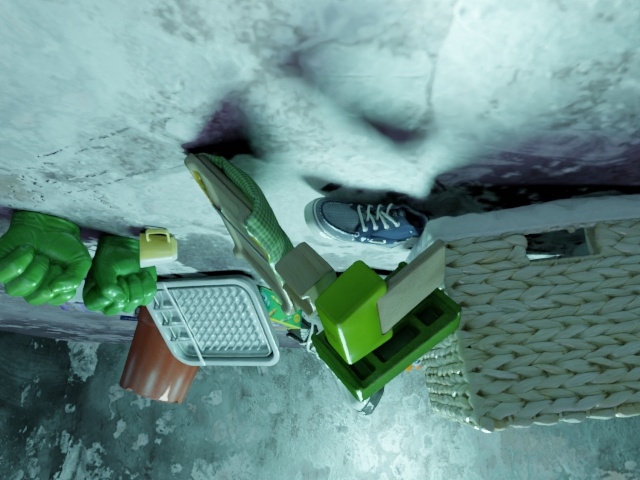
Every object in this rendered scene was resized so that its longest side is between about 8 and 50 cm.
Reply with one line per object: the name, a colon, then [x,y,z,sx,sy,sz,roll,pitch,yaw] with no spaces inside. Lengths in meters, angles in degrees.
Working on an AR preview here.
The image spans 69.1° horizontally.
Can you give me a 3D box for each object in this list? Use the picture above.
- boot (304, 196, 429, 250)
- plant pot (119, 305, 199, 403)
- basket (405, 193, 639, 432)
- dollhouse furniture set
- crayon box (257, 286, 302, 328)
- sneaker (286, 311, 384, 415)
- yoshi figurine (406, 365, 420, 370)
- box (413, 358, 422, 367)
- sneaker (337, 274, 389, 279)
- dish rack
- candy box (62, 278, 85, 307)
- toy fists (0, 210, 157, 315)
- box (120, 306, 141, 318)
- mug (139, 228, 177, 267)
boot: [0.069,-0.032,0.649,0.086,0.069,0.189,-24,158,39]
plant pot: [-0.478,0.346,1.448,0.272,0.265,0.272,17,165,5]
basket: [0.311,0.119,0.700,0.327,0.267,0.331,-7,163,0]
dollhouse furniture set: [0.000,0.000,0.540,0.151,0.301,0.198,-36,141,-16]
crayon box: [-0.183,0.205,1.372,0.165,0.081,0.278,-4,161,21]
sneaker: [0.017,0.366,1.472,0.257,0.169,0.447,27,-172,-22]
yoshi figurine: [0.240,0.245,1.388,0.362,0.204,0.203,32,111,-33]
box: [0.276,0.283,1.282,0.093,0.137,0.027,21,-159,-11]
sneaker: [0.148,0.133,1.052,0.304,0.114,0.152,-3,163,15]
dish rack: [-0.274,0.203,1.211,0.332,0.072,0.286,-5,119,21]
candy box: [-0.618,0.160,1.300,0.196,0.070,0.165,9,161,-19]
toy fists: [-0.416,0.052,0.823,0.096,0.143,0.279,-11,158,36]
box: [-0.674,0.279,1.738,0.136,0.037,0.225,9,162,-21]
mug: [-0.291,0.016,0.836,0.064,0.062,0.078,0,170,-19]
